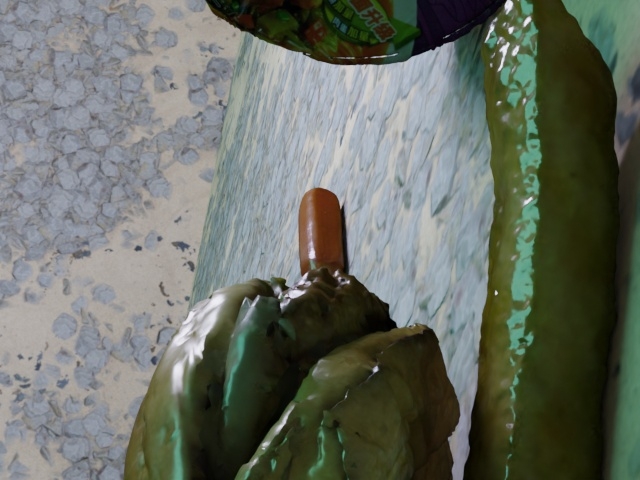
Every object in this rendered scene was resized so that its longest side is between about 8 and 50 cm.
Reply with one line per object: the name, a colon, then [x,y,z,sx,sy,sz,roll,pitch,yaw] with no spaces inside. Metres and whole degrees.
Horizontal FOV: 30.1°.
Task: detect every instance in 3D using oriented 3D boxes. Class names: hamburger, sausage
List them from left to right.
hamburger: [-0.020,0.157,0.551,0.259,0.145,0.283,41,-118,-67]
sausage: [0.000,0.000,1.093,0.131,0.041,0.039,-92,23,-55]

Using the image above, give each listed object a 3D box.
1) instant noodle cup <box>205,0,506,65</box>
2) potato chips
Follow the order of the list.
instant noodle cup: [0.023,-0.243,0.780,0.190,0.251,0.251,-81,5,-80]
potato chips: [0.077,0.090,0.480,0.057,0.080,0.406,-21,53,58]
